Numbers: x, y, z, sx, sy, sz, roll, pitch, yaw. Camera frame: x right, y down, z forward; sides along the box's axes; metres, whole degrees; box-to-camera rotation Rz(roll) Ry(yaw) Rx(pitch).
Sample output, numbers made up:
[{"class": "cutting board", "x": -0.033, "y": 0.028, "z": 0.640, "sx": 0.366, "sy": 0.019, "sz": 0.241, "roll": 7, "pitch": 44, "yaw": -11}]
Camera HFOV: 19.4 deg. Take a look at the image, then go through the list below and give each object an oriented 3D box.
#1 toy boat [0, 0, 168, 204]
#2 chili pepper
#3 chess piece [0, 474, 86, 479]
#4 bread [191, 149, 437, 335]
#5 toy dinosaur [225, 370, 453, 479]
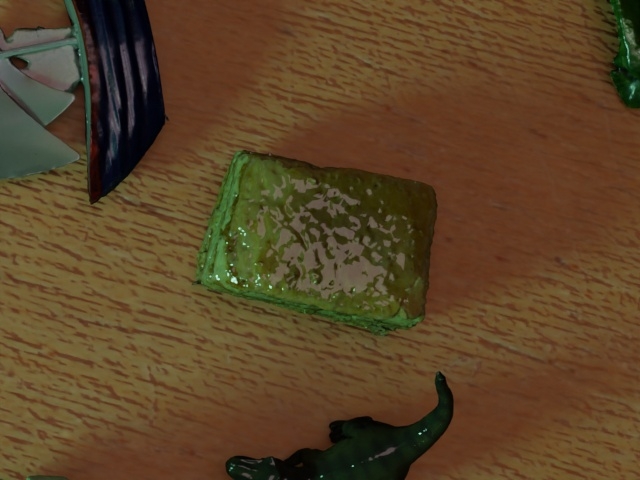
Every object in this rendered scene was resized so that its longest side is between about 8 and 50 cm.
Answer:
[{"class": "toy boat", "x": -0.272, "y": -0.111, "z": 1.615, "sx": 0.318, "sy": 0.072, "sz": 0.219, "roll": -34, "pitch": 85, "yaw": -14}, {"class": "chili pepper", "x": 0.291, "y": -0.255, "z": 1.766, "sx": 0.100, "sy": 0.074, "sz": 0.257, "roll": -11, "pitch": 83, "yaw": -15}, {"class": "chess piece", "x": -0.227, "y": 0.343, "z": 1.483, "sx": 0.195, "sy": 0.194, "sz": 0.299, "roll": -2, "pitch": 71, "yaw": -13}, {"class": "bread", "x": 0.000, "y": 0.000, "z": 1.636, "sx": 0.196, "sy": 0.102, "sz": 0.138, "roll": 15, "pitch": 74, "yaw": -8}, {"class": "toy dinosaur", "x": 0.024, "y": 0.187, "z": 1.564, "sx": 0.187, "sy": 0.179, "sz": 0.087, "roll": -21, "pitch": 84, "yaw": -13}]
